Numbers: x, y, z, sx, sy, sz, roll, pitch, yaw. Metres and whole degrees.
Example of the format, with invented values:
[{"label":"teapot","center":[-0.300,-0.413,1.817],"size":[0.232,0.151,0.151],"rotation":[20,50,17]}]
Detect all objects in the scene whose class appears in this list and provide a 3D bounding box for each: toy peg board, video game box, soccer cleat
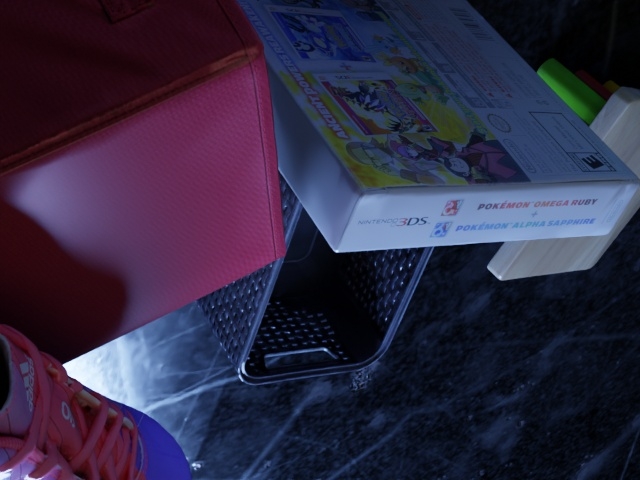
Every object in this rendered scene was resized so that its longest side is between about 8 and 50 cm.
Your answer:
[{"label":"toy peg board","center":[0.190,-0.060,0.913],"size":[0.160,0.079,0.161],"rotation":[-4,134,-53]},{"label":"video game box","center":[0.046,-0.077,0.677],"size":[0.187,0.205,0.048],"rotation":[-1,131,-34]},{"label":"soccer cleat","center":[-0.132,0.084,0.488],"size":[0.116,0.109,0.318],"rotation":[-34,153,19]}]

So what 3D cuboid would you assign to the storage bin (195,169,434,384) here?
[{"label":"storage bin","center":[0.000,0.000,0.817],"size":[0.122,0.084,0.180],"rotation":[-4,132,-33]}]

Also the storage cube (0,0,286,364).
[{"label":"storage cube","center":[-0.144,-0.062,0.547],"size":[0.193,0.184,0.215],"rotation":[-26,157,-10]}]
